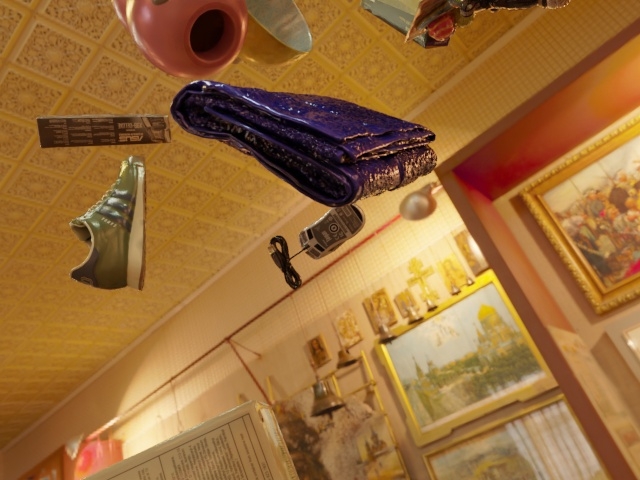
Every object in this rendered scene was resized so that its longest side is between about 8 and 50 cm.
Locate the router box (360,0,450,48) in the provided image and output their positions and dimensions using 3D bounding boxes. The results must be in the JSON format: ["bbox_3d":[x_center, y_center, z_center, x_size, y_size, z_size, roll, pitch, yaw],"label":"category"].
[{"bbox_3d":[0.230,-0.663,1.222,0.081,0.308,0.242,-18,-41,-24],"label":"router box"}]

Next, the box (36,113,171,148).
[{"bbox_3d":[-0.581,-0.300,1.307,0.308,0.242,0.076,-8,-72,-27],"label":"box"}]

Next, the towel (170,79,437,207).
[{"bbox_3d":[0.009,-0.134,0.585,0.308,0.228,0.076,-24,-39,-60],"label":"towel"}]

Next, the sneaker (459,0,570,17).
[{"bbox_3d":[0.248,-0.404,0.640,0.153,0.268,0.101,-2,-27,28],"label":"sneaker"}]

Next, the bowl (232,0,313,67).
[{"bbox_3d":[-0.170,-0.494,1.096,0.156,0.289,0.290,-32,-31,30],"label":"bowl"}]

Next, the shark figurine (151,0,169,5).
[{"bbox_3d":[-0.096,-0.395,0.630,0.279,0.166,0.116,-21,-15,-2],"label":"shark figurine"}]

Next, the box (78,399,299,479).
[{"bbox_3d":[-0.184,0.320,0.566,0.311,0.147,0.121,-23,-22,-4],"label":"box"}]

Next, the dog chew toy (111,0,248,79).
[{"bbox_3d":[-0.279,-0.435,0.882,0.207,0.332,0.206,-32,-32,-23],"label":"dog chew toy"}]

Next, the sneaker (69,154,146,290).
[{"bbox_3d":[-0.257,-0.028,0.591,0.086,0.192,0.064,0,-31,-18],"label":"sneaker"}]

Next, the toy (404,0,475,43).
[{"bbox_3d":[0.231,-0.398,0.867,0.137,0.056,0.237,-26,2,7],"label":"toy"}]

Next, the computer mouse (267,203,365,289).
[{"bbox_3d":[0.000,0.000,0.916,0.193,0.106,0.042,-32,-9,-4],"label":"computer mouse"}]
